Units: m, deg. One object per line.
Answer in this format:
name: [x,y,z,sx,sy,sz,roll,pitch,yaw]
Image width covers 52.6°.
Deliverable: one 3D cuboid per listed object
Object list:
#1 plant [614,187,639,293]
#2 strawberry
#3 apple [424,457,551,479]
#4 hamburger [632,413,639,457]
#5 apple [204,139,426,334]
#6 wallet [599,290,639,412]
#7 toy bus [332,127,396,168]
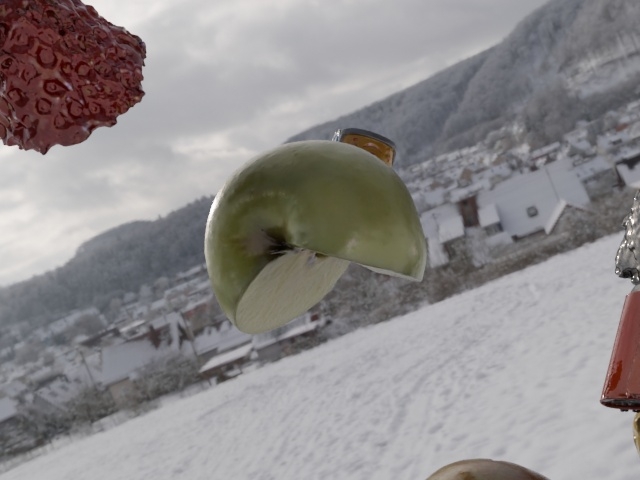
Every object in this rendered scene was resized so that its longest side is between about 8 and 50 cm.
plant: [0.719,0.028,1.307,0.189,0.275,0.199,1,11,-12]
strawberry: [-0.339,-0.239,0.798,0.234,0.233,0.178,-22,-33,-3]
apple: [0.219,0.418,0.839,0.265,0.264,0.264,-22,1,0]
hamburger: [0.609,0.323,1.013,0.245,0.244,0.163,-22,8,-1]
apple: [-0.011,-0.017,0.902,0.295,0.233,0.258,-24,-11,32]
wallet: [0.504,0.157,0.967,0.142,0.045,0.204,-16,37,52]
toy bus: [0.055,-0.118,1.261,0.126,0.136,0.209,17,-25,-18]
